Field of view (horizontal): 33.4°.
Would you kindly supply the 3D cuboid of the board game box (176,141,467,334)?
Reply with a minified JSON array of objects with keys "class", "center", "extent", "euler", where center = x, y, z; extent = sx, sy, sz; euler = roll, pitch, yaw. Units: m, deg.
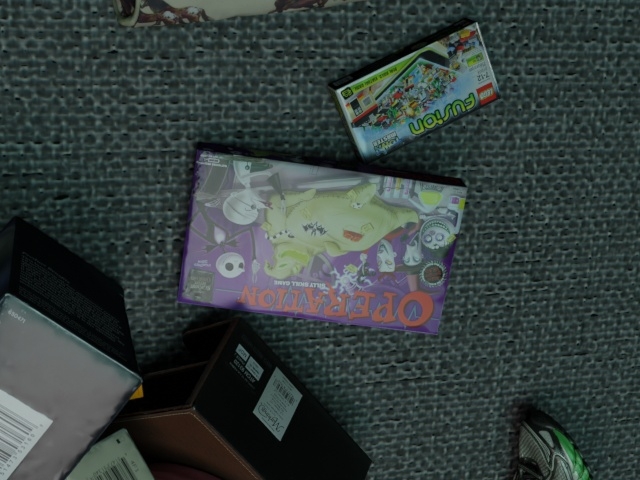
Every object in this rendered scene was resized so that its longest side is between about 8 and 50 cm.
[{"class":"board game box","center":[0.000,0.000,1.374],"extent":[0.347,0.056,0.208],"euler":[7,111,-7]}]

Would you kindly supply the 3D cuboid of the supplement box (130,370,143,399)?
[{"class":"supplement box","center":[-0.264,0.166,1.358],"extent":[0.062,0.098,0.036],"euler":[-10,115,-15]}]

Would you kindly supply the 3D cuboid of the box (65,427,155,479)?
[{"class":"box","center":[-0.321,0.330,1.286],"extent":[0.113,0.275,0.094],"euler":[-27,84,-50]}]

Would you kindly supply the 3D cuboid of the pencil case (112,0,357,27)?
[{"class":"pencil case","center":[-0.039,-0.352,1.212],"extent":[0.410,0.160,0.183],"euler":[-9,126,-14]}]

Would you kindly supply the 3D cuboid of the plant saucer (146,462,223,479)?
[{"class":"plant saucer","center":[-0.162,0.403,1.402],"extent":[0.332,0.332,0.084],"euler":[55,44,-25]}]

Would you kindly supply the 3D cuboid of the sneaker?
[{"class":"sneaker","center":[0.330,0.417,1.619],"extent":[0.146,0.134,0.343],"euler":[-11,112,-13]}]

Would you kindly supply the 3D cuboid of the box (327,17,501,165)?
[{"class":"box","center":[0.124,-0.194,1.388],"extent":[0.207,0.036,0.114],"euler":[-27,115,-7]}]

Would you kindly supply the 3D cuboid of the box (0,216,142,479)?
[{"class":"box","center":[-0.371,0.167,1.216],"extent":[0.183,0.294,0.296],"euler":[38,94,-21]}]

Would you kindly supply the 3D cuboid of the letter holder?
[{"class":"letter holder","center":[-0.117,0.272,1.423],"extent":[0.302,0.214,0.152],"euler":[50,45,-25]}]
